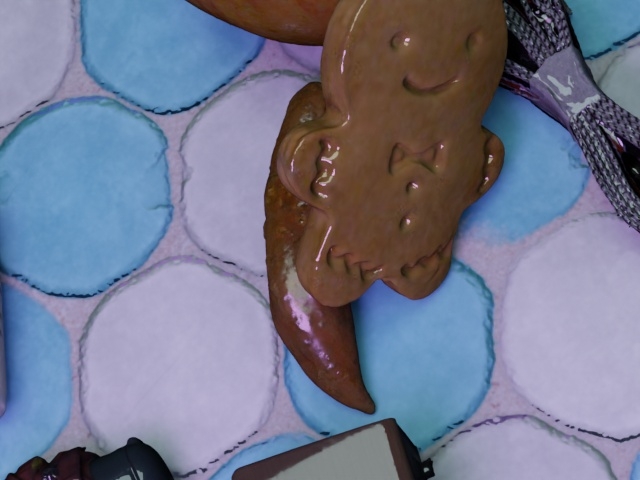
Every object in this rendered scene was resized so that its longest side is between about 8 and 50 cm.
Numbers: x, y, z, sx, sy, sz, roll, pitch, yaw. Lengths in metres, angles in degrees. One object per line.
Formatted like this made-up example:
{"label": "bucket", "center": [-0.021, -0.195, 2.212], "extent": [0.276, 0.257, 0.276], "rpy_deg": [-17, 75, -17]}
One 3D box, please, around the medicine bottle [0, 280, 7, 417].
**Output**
{"label": "medicine bottle", "center": [-0.400, 0.066, 1.921], "extent": [0.144, 0.144, 0.252], "rpy_deg": [-9, 68, 10]}

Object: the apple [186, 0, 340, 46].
{"label": "apple", "center": [0.004, -0.392, 1.872], "extent": [0.400, 0.333, 0.400], "rpy_deg": [0, 90, 36]}

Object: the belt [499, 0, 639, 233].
{"label": "belt", "center": [0.264, -0.132, 1.852], "extent": [0.126, 0.094, 0.359], "rpy_deg": [-38, 66, 4]}

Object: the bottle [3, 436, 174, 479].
{"label": "bottle", "center": [-0.268, 0.293, 1.814], "extent": [0.271, 0.143, 0.156], "rpy_deg": [-29, 68, 2]}

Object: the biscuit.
{"label": "biscuit", "center": [0.083, -0.105, 1.774], "extent": [0.052, 0.275, 0.355], "rpy_deg": [29, 111, 46]}

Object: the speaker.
{"label": "speaker", "center": [0.036, 0.311, 1.729], "extent": [0.192, 0.153, 0.231], "rpy_deg": [-18, 69, 6]}

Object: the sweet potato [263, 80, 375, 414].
{"label": "sweet potato", "center": [-0.012, 0.003, 1.870], "extent": [0.106, 0.095, 0.355], "rpy_deg": [2, 71, -29]}
